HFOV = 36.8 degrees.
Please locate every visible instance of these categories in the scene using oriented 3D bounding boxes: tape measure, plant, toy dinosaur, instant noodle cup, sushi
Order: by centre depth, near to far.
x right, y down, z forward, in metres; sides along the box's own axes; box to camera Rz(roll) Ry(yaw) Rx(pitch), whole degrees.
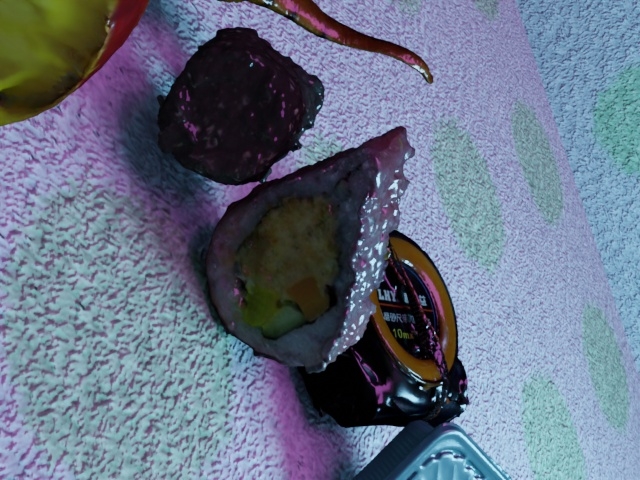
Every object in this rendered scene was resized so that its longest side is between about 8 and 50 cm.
[{"bbox_3d":[-0.017,-0.005,0.872,0.107,0.161,0.241,-32,139,-56],"label":"sushi"},{"bbox_3d":[-0.077,-0.125,0.890,0.142,0.131,0.203,34,17,0],"label":"plant"},{"bbox_3d":[-0.081,-0.279,0.922,0.432,0.097,0.208,6,48,-29],"label":"toy dinosaur"},{"bbox_3d":[0.094,0.266,0.980,0.157,0.179,0.070,48,-3,-35],"label":"instant noodle cup"},{"bbox_3d":[0.057,0.095,1.026,0.202,0.135,0.223,9,64,-47],"label":"tape measure"}]

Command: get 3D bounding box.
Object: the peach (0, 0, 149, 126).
[{"bbox_3d":[-0.226,-0.240,0.552,0.306,0.380,0.242,25,49,-20],"label":"peach"}]
